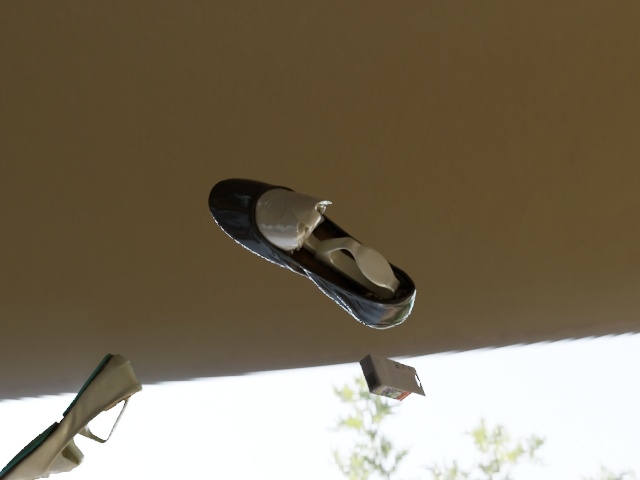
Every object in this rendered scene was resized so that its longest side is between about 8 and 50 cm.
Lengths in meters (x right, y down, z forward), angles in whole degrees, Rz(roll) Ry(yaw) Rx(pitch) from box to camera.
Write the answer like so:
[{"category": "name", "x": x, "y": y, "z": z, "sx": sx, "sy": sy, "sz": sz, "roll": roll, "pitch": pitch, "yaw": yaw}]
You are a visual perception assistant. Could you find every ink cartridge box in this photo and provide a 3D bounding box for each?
[{"category": "ink cartridge box", "x": 0.119, "y": 0.228, "z": 1.817, "sx": 0.115, "sy": 0.063, "sz": 0.029, "roll": 21, "pitch": -52, "yaw": -41}]

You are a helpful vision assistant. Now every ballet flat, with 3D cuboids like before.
[{"category": "ballet flat", "x": -0.334, "y": 0.262, "z": 1.506, "sx": 0.248, "sy": 0.086, "sz": 0.086, "roll": -47, "pitch": -53, "yaw": 8}, {"category": "ballet flat", "x": 0.000, "y": 0.000, "z": 1.321, "sx": 0.280, "sy": 0.095, "sz": 0.096, "roll": 33, "pitch": -30, "yaw": -8}]
